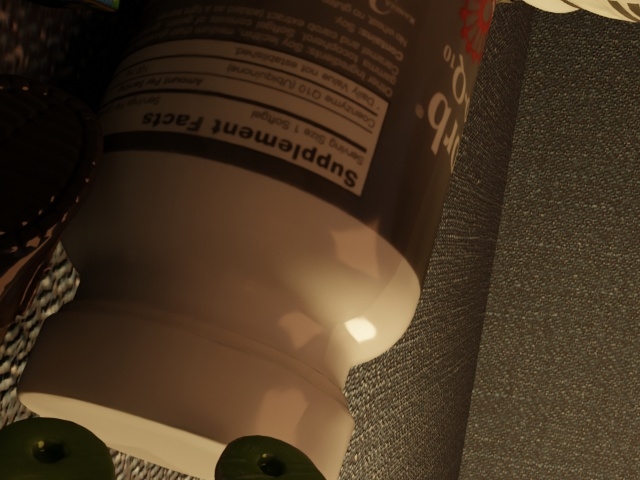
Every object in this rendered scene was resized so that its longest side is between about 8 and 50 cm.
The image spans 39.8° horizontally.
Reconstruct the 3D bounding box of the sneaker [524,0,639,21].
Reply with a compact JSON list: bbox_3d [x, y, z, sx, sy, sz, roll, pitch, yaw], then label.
[{"bbox_3d":[0.141,-0.279,0.535,0.447,0.257,0.169,30,98,-35],"label":"sneaker"}]

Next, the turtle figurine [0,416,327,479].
[{"bbox_3d":[-0.089,0.221,0.343,0.274,0.198,0.266,-48,160,-66],"label":"turtle figurine"}]

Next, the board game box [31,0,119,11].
[{"bbox_3d":[-0.141,-0.185,0.369,0.170,0.048,0.141,-2,99,-71],"label":"board game box"}]

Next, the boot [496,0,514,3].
[{"bbox_3d":[0.250,-0.365,1.290,0.246,0.161,0.083,-20,119,-70],"label":"boot"}]

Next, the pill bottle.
[{"bbox_3d":[-0.027,-0.050,0.525,0.210,0.210,0.363,64,39,-61],"label":"pill bottle"}]

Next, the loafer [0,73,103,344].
[{"bbox_3d":[-0.166,0.017,0.380,0.078,0.080,0.220,-50,-165,53],"label":"loafer"}]
